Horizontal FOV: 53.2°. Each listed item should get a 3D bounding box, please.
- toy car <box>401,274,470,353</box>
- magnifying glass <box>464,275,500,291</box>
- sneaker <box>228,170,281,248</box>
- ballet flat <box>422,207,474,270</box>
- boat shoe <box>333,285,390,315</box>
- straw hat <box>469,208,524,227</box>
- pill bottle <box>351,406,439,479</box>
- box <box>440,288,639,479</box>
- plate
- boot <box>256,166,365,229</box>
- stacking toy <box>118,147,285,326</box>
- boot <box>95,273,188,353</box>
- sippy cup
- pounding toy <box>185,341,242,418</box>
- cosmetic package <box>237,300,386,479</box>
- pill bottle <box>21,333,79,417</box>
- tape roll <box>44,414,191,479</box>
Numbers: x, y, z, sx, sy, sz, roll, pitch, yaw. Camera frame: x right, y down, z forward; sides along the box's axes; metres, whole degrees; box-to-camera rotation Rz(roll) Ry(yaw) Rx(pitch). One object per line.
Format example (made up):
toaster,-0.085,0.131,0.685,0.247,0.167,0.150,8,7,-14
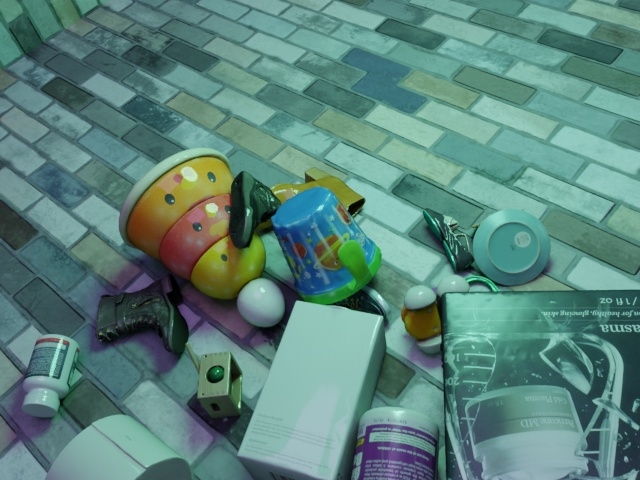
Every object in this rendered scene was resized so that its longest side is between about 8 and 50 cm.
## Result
toy car,0.275,0.163,1.494,0.181,0.159,0.136,-18,14,-2
magnifying glass,0.431,0.158,1.526,0.231,0.026,0.092,29,63,32
sneaker,-0.155,-0.062,1.568,0.087,0.130,0.228,-44,34,33
ballet flat,0.335,-0.011,1.651,0.074,0.074,0.203,-21,57,-5
boat shoe,0.087,0.150,1.583,0.083,0.065,0.183,-39,47,-18
straw hat,0.460,-0.029,1.638,0.144,0.144,0.061,-19,89,-3
pill bottle,0.137,0.491,1.226,0.169,0.169,0.302,2,52,13
box,0.468,0.360,1.185,0.479,0.297,0.472,-2,53,11
plate,0.467,0.016,1.557,0.188,0.024,0.188,0,90,5
boot,-0.037,-0.083,1.766,0.295,0.104,0.211,-37,53,-22
stacking toy,-0.251,0.027,1.647,0.350,0.351,0.480,-39,72,-18
boot,-0.467,0.215,1.644,0.228,0.091,0.263,-22,46,2
sippy cup,0.000,0.000,1.564,0.305,0.224,0.240,-11,31,35
pounding toy,-0.246,0.317,1.466,0.100,0.141,0.130,-8,50,6
cosmetic package,-0.004,0.338,1.391,0.217,0.156,0.385,10,54,19
pill bottle,-0.665,0.332,1.566,0.107,0.108,0.180,-6,50,8
tape roll,-0.406,0.500,1.288,0.169,0.246,0.246,25,61,29
